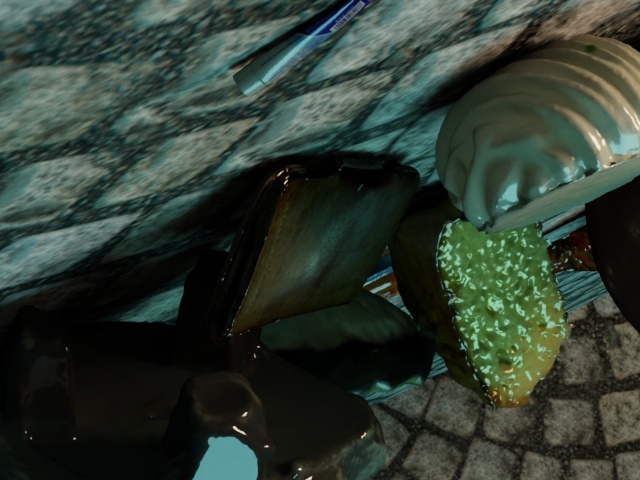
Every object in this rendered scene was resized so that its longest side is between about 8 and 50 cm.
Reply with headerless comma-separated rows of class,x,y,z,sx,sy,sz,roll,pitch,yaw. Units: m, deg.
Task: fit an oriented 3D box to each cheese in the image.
cheese,0.001,0.071,1.774,0.256,0.037,0.106,-28,169,2

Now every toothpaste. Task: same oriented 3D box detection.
toothpaste,-0.008,-0.103,0.907,0.083,0.015,0.024,-34,168,12

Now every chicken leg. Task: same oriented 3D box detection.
chicken leg,0.313,0.017,2.201,0.304,0.093,0.113,-24,-178,9

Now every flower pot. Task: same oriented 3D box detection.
flower pot,-0.105,0.176,1.282,0.299,0.299,0.282,-17,126,-44

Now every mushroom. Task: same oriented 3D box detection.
mushroom,-0.063,0.132,1.643,0.344,0.130,0.247,-28,168,39

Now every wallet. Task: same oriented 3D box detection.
wallet,0.000,0.000,1.260,0.137,0.031,0.255,-64,162,13

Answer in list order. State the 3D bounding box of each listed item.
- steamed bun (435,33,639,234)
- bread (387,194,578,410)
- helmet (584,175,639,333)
steamed bun,0.161,-0.079,1.209,0.183,0.106,0.183,-22,170,-4
bread,0.136,0.032,1.619,0.129,0.134,0.260,-39,135,-21
helmet,0.321,-0.038,1.365,0.385,0.230,0.337,106,5,-53
